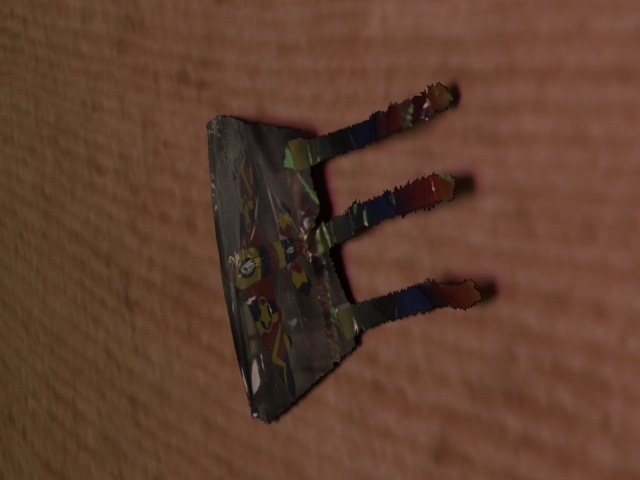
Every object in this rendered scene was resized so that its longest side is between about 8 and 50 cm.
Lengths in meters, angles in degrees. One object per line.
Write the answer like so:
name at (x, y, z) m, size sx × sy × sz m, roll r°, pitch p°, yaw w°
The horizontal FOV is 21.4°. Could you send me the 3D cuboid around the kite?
kite at (-0.001, 0.000, 0.675) m, size 0.245 × 0.015 × 0.141 m, roll -20°, pitch 82°, yaw 65°
